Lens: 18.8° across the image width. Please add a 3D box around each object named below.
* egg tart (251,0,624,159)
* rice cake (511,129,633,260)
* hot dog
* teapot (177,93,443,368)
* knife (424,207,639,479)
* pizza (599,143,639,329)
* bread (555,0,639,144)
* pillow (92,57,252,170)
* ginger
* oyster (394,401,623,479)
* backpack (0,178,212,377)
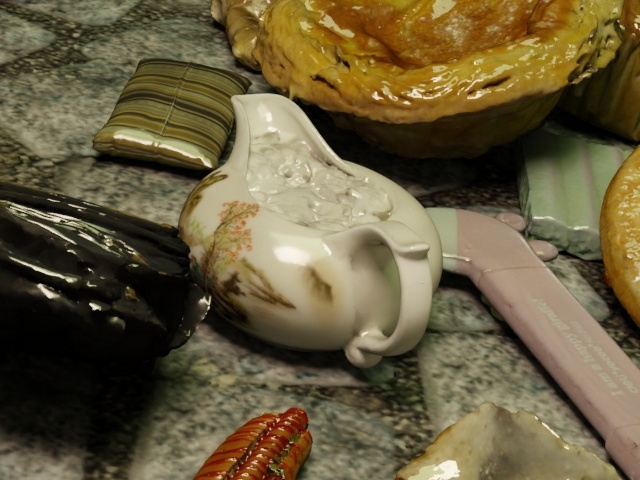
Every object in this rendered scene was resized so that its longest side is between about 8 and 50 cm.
[{"bbox_3d":[0.112,-0.172,1.787,0.352,0.150,0.352,-6,32,4],"label":"egg tart"},{"bbox_3d":[0.259,-0.037,1.732,0.189,0.037,0.198,13,28,4],"label":"rice cake"},{"bbox_3d":[-0.044,0.150,1.274,0.062,0.038,0.144,19,29,15],"label":"hot dog"},{"bbox_3d":[0.000,0.000,1.464,0.204,0.139,0.298,-6,32,-34],"label":"teapot"},{"bbox_3d":[0.189,0.083,1.485,0.132,0.038,0.398,-6,34,-26],"label":"knife"},{"bbox_3d":[0.289,0.012,1.594,0.127,0.058,0.246,-10,51,-10],"label":"pizza"},{"bbox_3d":[0.324,-0.206,1.961,0.227,0.142,0.253,16,26,-8],"label":"bread"},{"bbox_3d":[-0.129,-0.118,1.737,0.113,0.038,0.203,11,27,1],"label":"pillow"},{"bbox_3d":[-0.056,-0.222,1.934,0.096,0.067,0.165,1,43,-18],"label":"ginger"},{"bbox_3d":[0.155,0.249,1.127,0.204,0.111,0.396,-30,46,-27],"label":"oyster"},{"bbox_3d":[-0.175,0.026,1.309,0.206,0.133,0.258,12,-8,-6],"label":"backpack"}]
